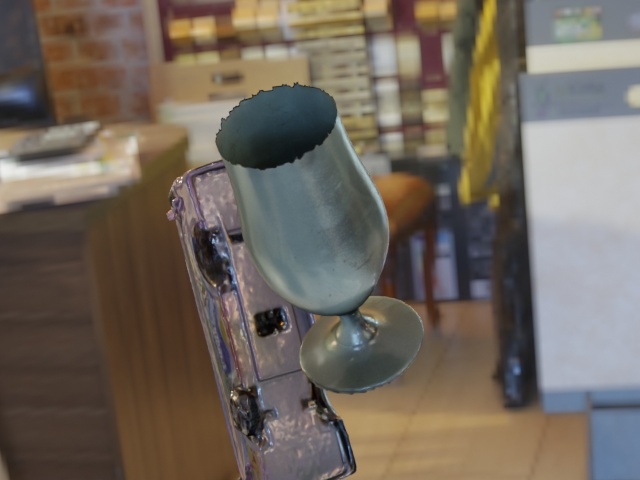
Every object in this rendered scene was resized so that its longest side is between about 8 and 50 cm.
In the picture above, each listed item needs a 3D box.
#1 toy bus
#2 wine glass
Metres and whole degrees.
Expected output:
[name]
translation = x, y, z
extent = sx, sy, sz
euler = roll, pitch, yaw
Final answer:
[toy bus]
translation = -0.055, 0.069, 1.312
extent = 0.090, 0.274, 0.112
euler = -14, 3, -20
[wine glass]
translation = 0.000, 0.000, 1.023
extent = 0.093, 0.202, 0.093
euler = -12, 39, 10
